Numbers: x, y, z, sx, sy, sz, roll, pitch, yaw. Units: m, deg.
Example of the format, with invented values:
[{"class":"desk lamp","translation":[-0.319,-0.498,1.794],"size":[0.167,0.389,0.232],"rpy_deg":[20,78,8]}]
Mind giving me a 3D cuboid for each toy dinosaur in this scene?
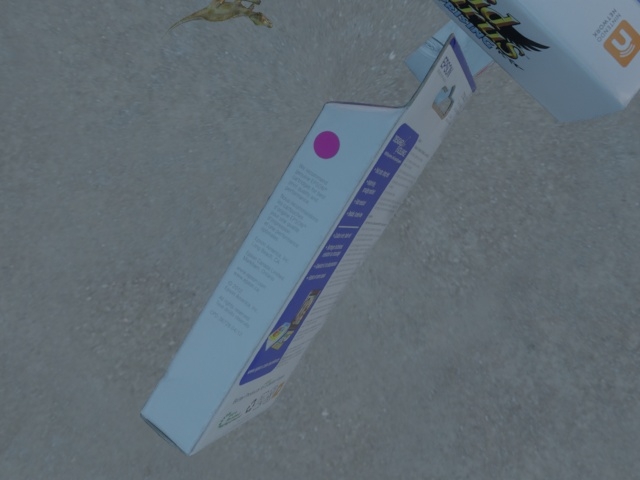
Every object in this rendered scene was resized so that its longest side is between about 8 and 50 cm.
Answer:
[{"class":"toy dinosaur","translation":[-0.159,-0.356,1.080],"size":[0.183,0.093,0.053],"rpy_deg":[1,132,16]}]

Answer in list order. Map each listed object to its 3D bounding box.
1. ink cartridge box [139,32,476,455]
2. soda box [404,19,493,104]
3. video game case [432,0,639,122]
[{"class":"ink cartridge box","translation":[0.000,0.000,0.592],"size":[0.069,0.175,0.371],"rpy_deg":[37,100,14]},{"class":"soda box","translation":[0.280,-0.349,1.134],"size":[0.286,0.091,0.098],"rpy_deg":[-37,89,29]},{"class":"video game case","translation":[0.118,-0.234,0.309],"size":[0.244,0.061,0.270],"rpy_deg":[40,87,-11]}]
